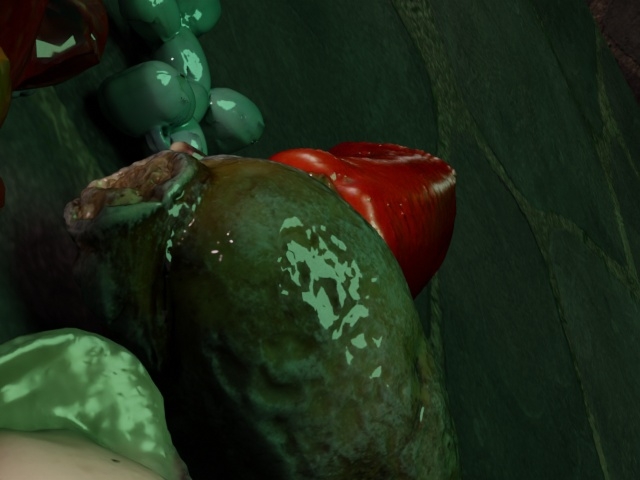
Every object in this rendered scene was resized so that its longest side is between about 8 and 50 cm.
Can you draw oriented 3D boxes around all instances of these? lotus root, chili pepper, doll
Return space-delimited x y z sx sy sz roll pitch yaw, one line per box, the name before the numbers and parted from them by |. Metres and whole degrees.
lotus root | -0.009 0.089 0.864 0.175 0.175 0.349 -80 147 -54
chili pepper | 0.004 0.004 1.016 0.338 0.135 0.131 -19 122 -74
doll | -0.095 -0.100 0.986 0.158 0.059 0.159 4 68 -70

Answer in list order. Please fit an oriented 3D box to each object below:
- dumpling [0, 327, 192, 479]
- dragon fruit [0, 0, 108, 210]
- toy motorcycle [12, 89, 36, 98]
dumpling | -0.127 0.192 0.547 0.243 0.187 0.318 -1 56 -27
dragon fruit | -0.178 -0.109 0.502 0.307 0.243 0.227 -58 144 -36
toy motorcycle | -0.182 -0.244 0.781 0.188 0.143 0.326 24 69 -67
